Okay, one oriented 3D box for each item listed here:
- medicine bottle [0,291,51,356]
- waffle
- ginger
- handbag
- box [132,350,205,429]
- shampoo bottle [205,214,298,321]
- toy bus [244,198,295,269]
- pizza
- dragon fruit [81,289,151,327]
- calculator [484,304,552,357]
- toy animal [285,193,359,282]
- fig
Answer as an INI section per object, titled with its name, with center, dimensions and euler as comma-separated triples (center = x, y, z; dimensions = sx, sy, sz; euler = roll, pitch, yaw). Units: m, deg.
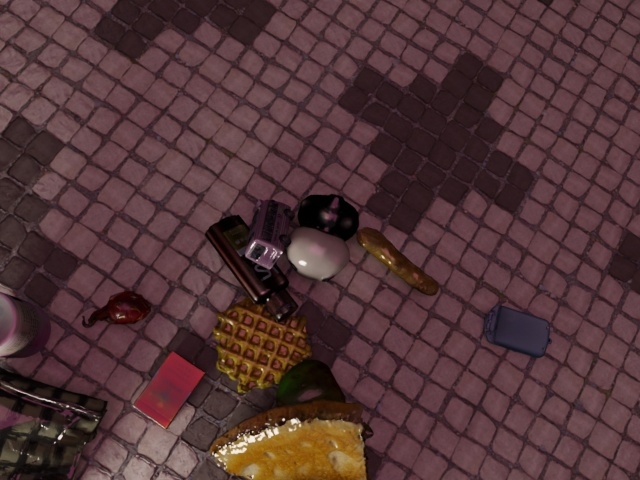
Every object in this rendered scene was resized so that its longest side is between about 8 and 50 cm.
[medicine bottle]
center = -0.783, 0.213, 1.451
dimensions = 0.152, 0.254, 0.152
euler = 2, 76, -8
[waffle]
center = -0.164, 0.276, 1.625
dimensions = 0.291, 0.051, 0.291
euler = 2, 78, -8
[ginger]
center = 0.227, 0.062, 1.711
dimensions = 0.299, 0.118, 0.065
euler = 38, 113, -2
[handbag]
center = -0.743, 0.507, 1.441
dimensions = 0.327, 0.162, 0.325
euler = 21, 78, -10
[box]
center = -0.401, 0.397, 1.564
dimensions = 0.112, 0.048, 0.175
euler = 35, 74, 0
[shampoo bottle]
center = -0.184, 0.078, 1.628
dimensions = 0.129, 0.084, 0.323
euler = -24, 69, -41
[toy bus]
center = -0.143, -0.024, 1.623
dimensions = 0.108, 0.096, 0.199
euler = 24, 39, -17
[pizza]
center = -0.026, 0.510, 1.451
dimensions = 0.435, 0.392, 0.080
euler = 22, 36, -8
[dragon fruit]
center = -0.555, 0.189, 1.574
dimensions = 0.191, 0.094, 0.094
euler = -12, 78, -1
[calculator]
center = 0.586, 0.270, 1.733
dimensions = 0.210, 0.039, 0.121
euler = 17, 76, -4
[toy animal]
center = 0.001, -0.001, 1.658
dimensions = 0.187, 0.165, 0.235
euler = 17, 77, 1
[fig]
center = -0.028, 0.408, 1.534
dimensions = 0.191, 0.181, 0.181
euler = -10, 76, -38
